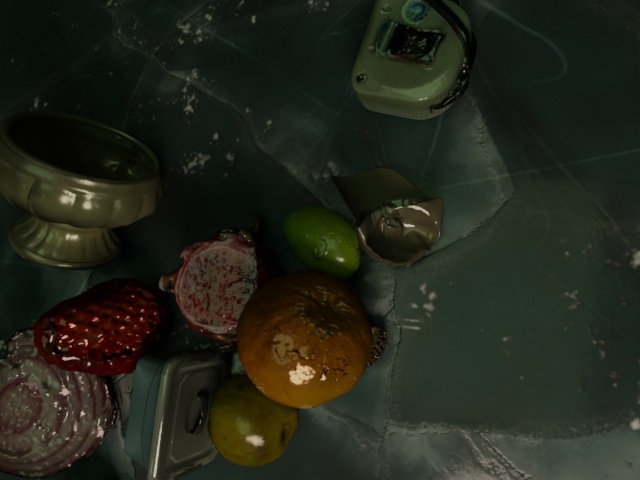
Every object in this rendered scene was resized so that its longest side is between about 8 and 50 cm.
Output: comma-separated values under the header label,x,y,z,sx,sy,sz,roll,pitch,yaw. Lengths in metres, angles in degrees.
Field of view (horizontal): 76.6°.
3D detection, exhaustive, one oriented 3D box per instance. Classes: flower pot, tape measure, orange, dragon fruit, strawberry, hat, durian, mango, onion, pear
label,x,y,z,sx,sy,sz,roll,pitch,yaw
flower pot,-0.500,-0.095,0.843,0.307,0.307,0.244,40,118,20
tape measure,0.172,-0.343,0.706,0.207,0.115,0.235,18,90,23
orange,-0.025,0.154,0.652,0.219,0.219,0.193,25,118,21
dragon fruit,-0.183,0.076,0.771,0.211,0.147,0.282,10,89,21
strawberry,-0.433,0.174,0.799,0.205,0.244,0.205,-2,84,18
hat,0.101,-0.044,0.718,0.166,0.173,0.144,-15,115,-20
durian,0.064,0.199,0.714,0.130,0.052,0.066,-34,77,24
mango,0.000,0.000,0.738,0.178,0.100,0.119,33,98,28
onion,-0.595,0.365,0.903,0.280,0.146,0.314,34,87,-5
pear,-0.124,0.316,0.721,0.162,0.149,0.149,9,87,16

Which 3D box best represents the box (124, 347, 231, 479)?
label,x,y,z,sx,sy,sz,roll,pitch,yaw
box,-0.267,0.316,0.771,0.130,0.162,0.227,5,86,31
